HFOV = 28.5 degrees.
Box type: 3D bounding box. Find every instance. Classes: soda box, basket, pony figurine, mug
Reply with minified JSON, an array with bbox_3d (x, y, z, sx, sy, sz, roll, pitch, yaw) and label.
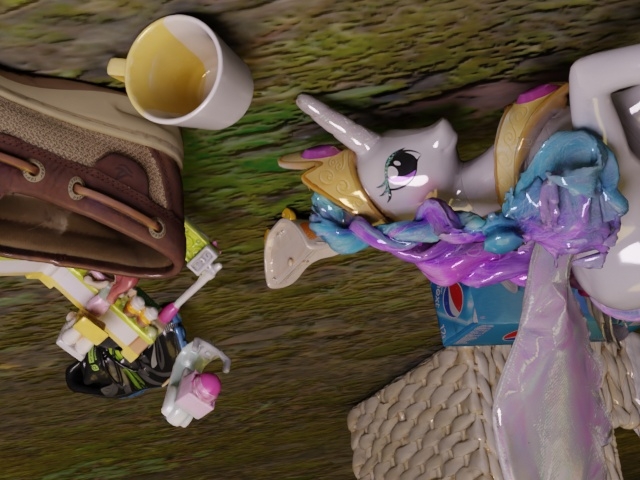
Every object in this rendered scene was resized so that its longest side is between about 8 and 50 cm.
[{"bbox_3d":[0.215,0.057,1.215,0.210,0.071,0.067,1,156,-26],"label":"soda box"},{"bbox_3d":[0.222,0.304,1.513,0.267,0.328,0.331,5,155,-25],"label":"basket"},{"bbox_3d":[0.192,-0.001,0.830,0.364,0.302,0.351,-18,121,26],"label":"pony figurine"},{"bbox_3d":[-0.075,-0.096,0.730,0.062,0.078,0.064,-51,157,10],"label":"mug"}]

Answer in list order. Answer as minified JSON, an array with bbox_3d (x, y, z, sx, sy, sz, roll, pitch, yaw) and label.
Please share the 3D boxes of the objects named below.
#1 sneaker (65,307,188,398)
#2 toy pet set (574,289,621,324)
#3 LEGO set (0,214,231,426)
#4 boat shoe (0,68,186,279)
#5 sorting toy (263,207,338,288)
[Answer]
[{"bbox_3d":[-0.181,0.112,1.179,0.078,0.067,0.188,-2,161,-38],"label":"sneaker"},{"bbox_3d":[0.273,0.044,1.043,0.114,0.065,0.122,20,157,25],"label":"toy pet set"},{"bbox_3d":[-0.172,0.010,0.878,0.287,0.132,0.107,33,119,-29],"label":"LEGO set"},{"bbox_3d":[-0.222,-0.031,0.714,0.342,0.123,0.123,9,152,-41],"label":"boat shoe"},{"bbox_3d":[0.000,0.000,1.018,0.075,0.044,0.083,-7,159,-29],"label":"sorting toy"}]
